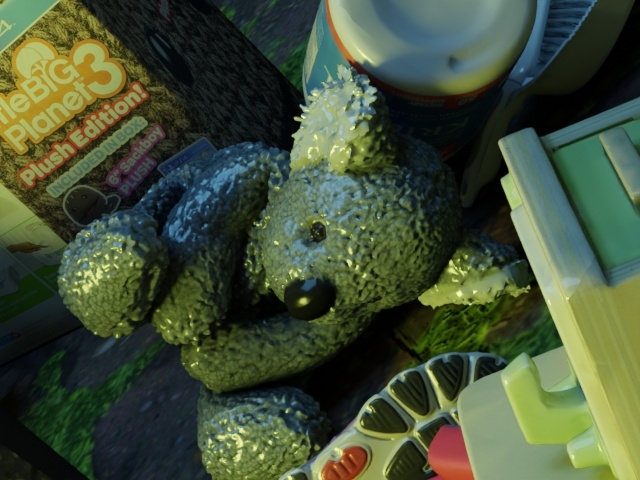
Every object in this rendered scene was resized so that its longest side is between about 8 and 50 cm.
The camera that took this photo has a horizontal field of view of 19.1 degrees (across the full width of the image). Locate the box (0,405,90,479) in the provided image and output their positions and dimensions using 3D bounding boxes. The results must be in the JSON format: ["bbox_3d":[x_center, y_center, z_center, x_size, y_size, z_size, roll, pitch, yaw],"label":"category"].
[{"bbox_3d":[-0.258,0.181,1.150,0.165,0.270,0.143,-32,25,30],"label":"box"}]

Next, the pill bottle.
[{"bbox_3d":[0.054,-0.114,1.185,0.124,0.124,0.221,-52,-5,-16],"label":"pill bottle"}]

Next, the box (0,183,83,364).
[{"bbox_3d":[-0.280,-0.029,1.614,0.262,0.231,0.127,-26,29,41],"label":"box"}]

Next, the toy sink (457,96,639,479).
[{"bbox_3d":[0.155,0.018,0.800,0.234,0.131,0.153,-22,25,6],"label":"toy sink"}]

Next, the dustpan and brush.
[{"bbox_3d":[0.141,-0.118,1.242,0.147,0.060,0.211,-165,89,-69],"label":"dustpan and brush"}]

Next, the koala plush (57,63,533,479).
[{"bbox_3d":[0.000,0.000,1.133,0.221,0.196,0.203,-29,17,43],"label":"koala plush"}]

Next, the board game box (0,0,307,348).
[{"bbox_3d":[-0.142,-0.102,1.414,0.141,0.291,0.232,-38,23,17],"label":"board game box"}]

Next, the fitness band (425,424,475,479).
[{"bbox_3d":[0.062,0.186,0.874,0.209,0.054,0.291,-56,23,-18],"label":"fitness band"}]

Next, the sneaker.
[{"bbox_3d":[0.035,0.112,1.035,0.170,0.068,0.071,-33,5,13],"label":"sneaker"}]
